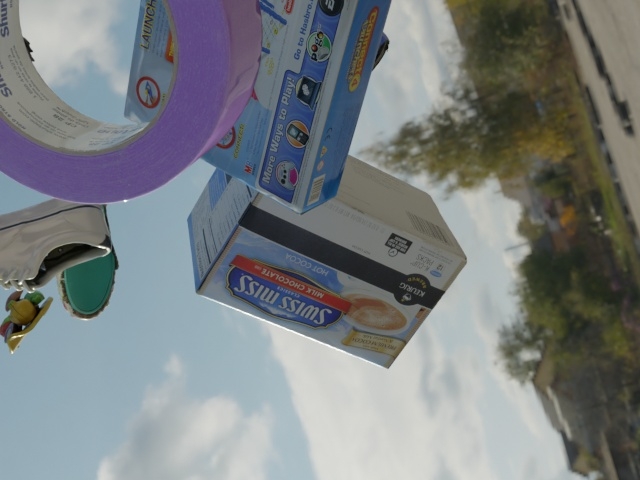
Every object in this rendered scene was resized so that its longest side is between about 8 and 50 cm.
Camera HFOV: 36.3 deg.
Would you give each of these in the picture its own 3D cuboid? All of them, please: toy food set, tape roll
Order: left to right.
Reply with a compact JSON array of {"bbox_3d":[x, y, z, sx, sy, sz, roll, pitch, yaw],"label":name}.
[{"bbox_3d":[-0.576,0.143,1.857,0.071,0.128,0.218,38,166,-12],"label":"toy food set"},{"bbox_3d":[-0.191,-0.173,0.814,0.090,0.275,0.275,-58,-51,-64],"label":"tape roll"}]

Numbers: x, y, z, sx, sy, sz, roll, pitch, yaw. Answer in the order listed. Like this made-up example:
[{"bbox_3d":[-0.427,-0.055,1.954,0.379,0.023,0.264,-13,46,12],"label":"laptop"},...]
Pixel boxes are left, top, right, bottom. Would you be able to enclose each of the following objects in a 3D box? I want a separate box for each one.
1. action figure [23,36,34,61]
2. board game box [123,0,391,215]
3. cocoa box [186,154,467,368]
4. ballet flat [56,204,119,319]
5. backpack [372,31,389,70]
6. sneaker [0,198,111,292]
[{"bbox_3d":[-0.448,-0.196,1.189,0.164,0.275,0.141,29,-132,-7],"label":"action figure"},{"bbox_3d":[-0.087,-0.237,1.204,0.086,0.302,0.308,-29,-38,-51],"label":"board game box"},{"bbox_3d":[0.000,0.000,1.493,0.347,0.228,0.231,24,-158,-23],"label":"cocoa box"},{"bbox_3d":[-0.337,0.010,1.378,0.091,0.077,0.241,9,-120,-29],"label":"ballet flat"},{"bbox_3d":[0.043,-0.295,1.521,0.101,0.120,0.098,45,-165,-6],"label":"backpack"},{"bbox_3d":[-0.387,0.022,1.216,0.091,0.258,0.094,60,167,26],"label":"sneaker"}]
